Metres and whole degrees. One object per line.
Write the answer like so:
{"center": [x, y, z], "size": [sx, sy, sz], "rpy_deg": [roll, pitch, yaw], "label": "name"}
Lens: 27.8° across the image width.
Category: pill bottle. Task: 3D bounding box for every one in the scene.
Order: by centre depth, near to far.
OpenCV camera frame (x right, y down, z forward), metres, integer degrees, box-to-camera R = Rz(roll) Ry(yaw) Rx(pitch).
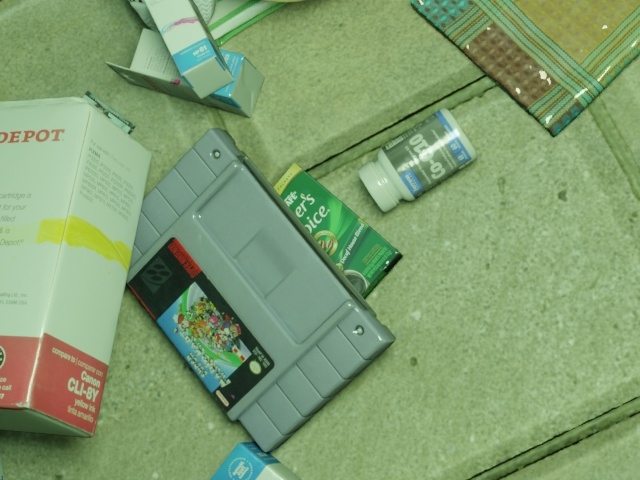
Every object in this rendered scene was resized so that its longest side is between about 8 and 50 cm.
{"center": [0.120, -0.098, 1.616], "size": [0.137, 0.078, 0.078], "rpy_deg": [-34, 76, 6], "label": "pill bottle"}

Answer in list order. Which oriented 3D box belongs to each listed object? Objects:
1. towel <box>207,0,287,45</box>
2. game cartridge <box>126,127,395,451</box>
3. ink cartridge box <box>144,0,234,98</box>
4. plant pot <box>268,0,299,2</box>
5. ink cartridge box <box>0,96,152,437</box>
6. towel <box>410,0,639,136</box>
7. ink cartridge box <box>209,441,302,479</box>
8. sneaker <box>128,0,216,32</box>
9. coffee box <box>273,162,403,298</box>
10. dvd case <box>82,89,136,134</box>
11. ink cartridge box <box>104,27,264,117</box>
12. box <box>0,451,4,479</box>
{"center": [-0.132, -0.446, 1.750], "size": [0.248, 0.038, 0.324], "rpy_deg": [-31, 76, 7], "label": "towel"}
{"center": [-0.099, 0.063, 1.625], "size": [0.230, 0.068, 0.355], "rpy_deg": [-44, 74, 15], "label": "game cartridge"}
{"center": [-0.162, -0.249, 1.589], "size": [0.052, 0.088, 0.122], "rpy_deg": [-29, 73, 3], "label": "ink cartridge box"}
{"center": [-0.055, -0.467, 1.604], "size": [0.237, 0.237, 0.254], "rpy_deg": [-26, 52, 8], "label": "plant pot"}
{"center": [-0.393, 0.033, 1.611], "size": [0.279, 0.160, 0.384], "rpy_deg": [0, 70, 25], "label": "ink cartridge box"}
{"center": [0.330, -0.350, 1.629], "size": [0.370, 0.040, 0.271], "rpy_deg": [-46, 74, 3], "label": "towel"}
{"center": [-0.043, 0.368, 1.579], "size": [0.231, 0.078, 0.134], "rpy_deg": [37, 91, 15], "label": "ink cartridge box"}
{"center": [-0.196, -0.458, 1.687], "size": [0.137, 0.210, 0.365], "rpy_deg": [-7, 113, 15], "label": "sneaker"}
{"center": [0.000, 0.000, 1.646], "size": [0.184, 0.040, 0.113], "rpy_deg": [43, 94, 16], "label": "coffee box"}
{"center": [-0.317, -0.132, 1.755], "size": [0.087, 0.013, 0.119], "rpy_deg": [37, 90, 16], "label": "dvd case"}
{"center": [-0.176, -0.222, 1.689], "size": [0.181, 0.104, 0.061], "rpy_deg": [17, 84, 14], "label": "ink cartridge box"}
{"center": [-0.491, 0.291, 1.697], "size": [0.126, 0.072, 0.137], "rpy_deg": [-13, 79, 11], "label": "box"}
